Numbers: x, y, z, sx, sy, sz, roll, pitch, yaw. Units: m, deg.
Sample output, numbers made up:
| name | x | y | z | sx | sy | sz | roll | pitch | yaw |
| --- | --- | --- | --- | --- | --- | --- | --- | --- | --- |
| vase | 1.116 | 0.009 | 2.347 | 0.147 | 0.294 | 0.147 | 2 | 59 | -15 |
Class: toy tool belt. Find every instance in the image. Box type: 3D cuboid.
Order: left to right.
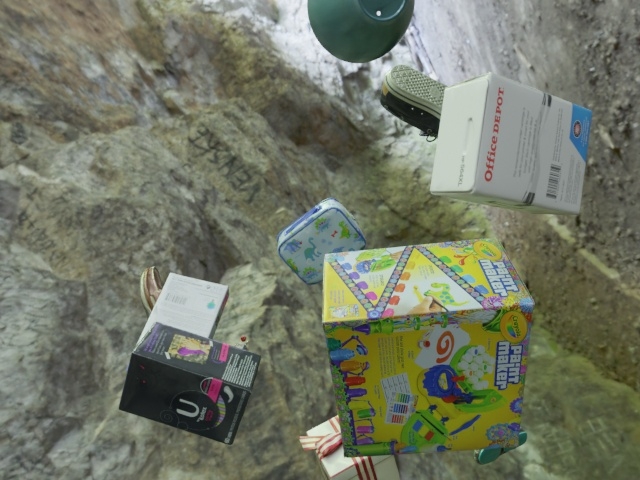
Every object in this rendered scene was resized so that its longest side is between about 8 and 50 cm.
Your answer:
| name | x | y | z | sx | sy | sz | roll | pitch | yaw |
| --- | --- | --- | --- | --- | --- | --- | --- | --- | --- |
| toy tool belt | -0.272 | 0.373 | 1.676 | 0.051 | 0.052 | 0.083 | 83 | -159 | -62 |

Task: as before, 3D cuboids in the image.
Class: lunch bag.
| name | x | y | z | sx | sy | sz | roll | pitch | yaw |
| --- | --- | --- | --- | --- | --- | --- | --- | --- | --- |
| lunch bag | 0.000 | 0.000 | 1.329 | 0.176 | 0.219 | 0.090 | 47 | -167 | -23 |

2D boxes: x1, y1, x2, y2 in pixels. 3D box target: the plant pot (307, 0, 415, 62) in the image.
| name | x | y | z | sx | sy | sz | roll | pitch | yaw |
| --- | --- | --- | --- | --- | --- | --- | --- | --- | --- |
| plant pot | 0.127 | -0.621 | 1.263 | 0.290 | 0.290 | 0.195 | 60 | 175 | -19 |

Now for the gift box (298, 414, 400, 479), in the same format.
| name | x | y | z | sx | sy | sz | roll | pitch | yaw |
| --- | --- | --- | --- | --- | --- | --- | --- | --- | --- |
| gift box | 0.094 | 0.725 | 1.652 | 0.276 | 0.255 | 0.258 | 32 | 142 | 58 |

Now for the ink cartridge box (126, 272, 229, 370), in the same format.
| name | x | y | z | sx | sy | sz | roll | pitch | yaw |
| --- | --- | --- | --- | --- | --- | --- | --- | --- | --- |
| ink cartridge box | -0.399 | 0.254 | 1.394 | 0.065 | 0.185 | 0.311 | 97 | -172 | -55 |

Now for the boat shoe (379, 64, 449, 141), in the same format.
| name | x | y | z | sx | sy | sz | roll | pitch | yaw |
| --- | --- | --- | --- | --- | --- | --- | --- | --- | --- |
| boat shoe | 0.437 | -0.452 | 1.778 | 0.500 | 0.156 | 0.187 | 28 | -120 | -5 |

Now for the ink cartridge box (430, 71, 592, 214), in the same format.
| name | x | y | z | sx | sy | sz | roll | pitch | yaw |
| --- | --- | --- | --- | --- | --- | --- | --- | --- | --- |
| ink cartridge box | 0.258 | -0.120 | 0.657 | 0.086 | 0.203 | 0.148 | 9 | 91 | 63 |

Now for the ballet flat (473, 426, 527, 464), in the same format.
| name | x | y | z | sx | sy | sz | roll | pitch | yaw |
| --- | --- | --- | --- | --- | --- | --- | --- | --- | --- |
| ballet flat | 0.404 | 0.473 | 1.144 | 0.188 | 0.070 | 0.070 | 2 | -125 | -35 |

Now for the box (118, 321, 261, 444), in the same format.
| name | x | y | z | sx | sy | sz | roll | pitch | yaw |
| --- | --- | --- | --- | --- | --- | --- | --- | --- | --- |
| box | -0.294 | 0.324 | 1.120 | 0.270 | 0.165 | 0.143 | 19 | -160 | -3 |

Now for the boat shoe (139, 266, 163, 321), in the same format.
| name | x | y | z | sx | sy | sz | roll | pitch | yaw |
| --- | --- | --- | --- | --- | --- | --- | --- | --- | --- |
| boat shoe | -0.533 | 0.240 | 1.681 | 0.122 | 0.120 | 0.324 | 79 | 171 | -68 |

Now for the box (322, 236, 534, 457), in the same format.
| name | x | y | z | sx | sy | sz | roll | pitch | yaw |
| --- | --- | --- | --- | --- | --- | --- | --- | --- | --- |
| box | 0.158 | 0.174 | 0.774 | 0.177 | 0.279 | 0.290 | -87 | -10 | -60 |
